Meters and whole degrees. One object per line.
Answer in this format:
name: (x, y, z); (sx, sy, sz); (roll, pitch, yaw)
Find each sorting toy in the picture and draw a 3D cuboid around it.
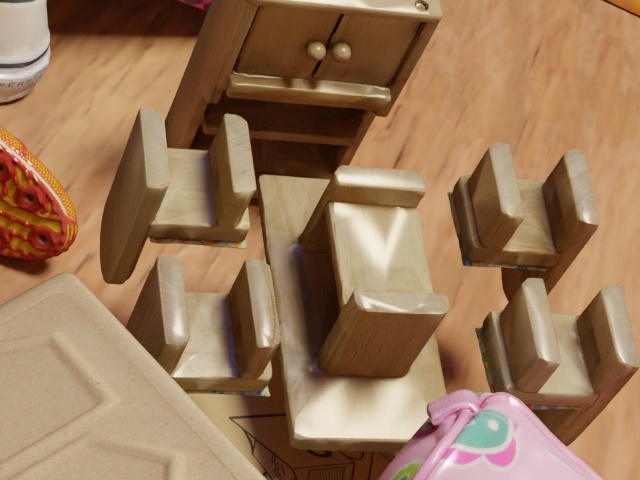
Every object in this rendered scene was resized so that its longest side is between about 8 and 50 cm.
sorting toy: (-0.129, 0.103, 0.609); (0.193, 0.038, 0.208); (-30, 35, -17)

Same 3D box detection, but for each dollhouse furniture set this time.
dollhouse furniture set: (0.000, 0.000, 0.851); (0.212, 0.161, 0.242); (4, 56, -19)

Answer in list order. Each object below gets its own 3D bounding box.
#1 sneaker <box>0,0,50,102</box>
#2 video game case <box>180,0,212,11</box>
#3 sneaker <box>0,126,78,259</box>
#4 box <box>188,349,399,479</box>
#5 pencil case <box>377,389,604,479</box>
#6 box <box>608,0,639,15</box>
sneaker: (-0.228, -0.186, 0.980); (0.258, 0.091, 0.094); (42, 39, 22)
video game case: (-0.104, -0.238, 1.031); (0.232, 0.042, 0.210); (13, 55, -55)
sneaker: (-0.184, -0.053, 0.866); (0.175, 0.064, 0.067); (36, 27, 10)
box: (-0.005, 0.122, 0.782); (0.164, 0.021, 0.201); (38, 39, 18)
pencil case: (0.140, 0.173, 0.697); (0.284, 0.124, 0.124); (33, 36, 2)
box: (0.276, -0.178, 1.314); (0.136, 0.028, 0.081); (24, 36, 2)
